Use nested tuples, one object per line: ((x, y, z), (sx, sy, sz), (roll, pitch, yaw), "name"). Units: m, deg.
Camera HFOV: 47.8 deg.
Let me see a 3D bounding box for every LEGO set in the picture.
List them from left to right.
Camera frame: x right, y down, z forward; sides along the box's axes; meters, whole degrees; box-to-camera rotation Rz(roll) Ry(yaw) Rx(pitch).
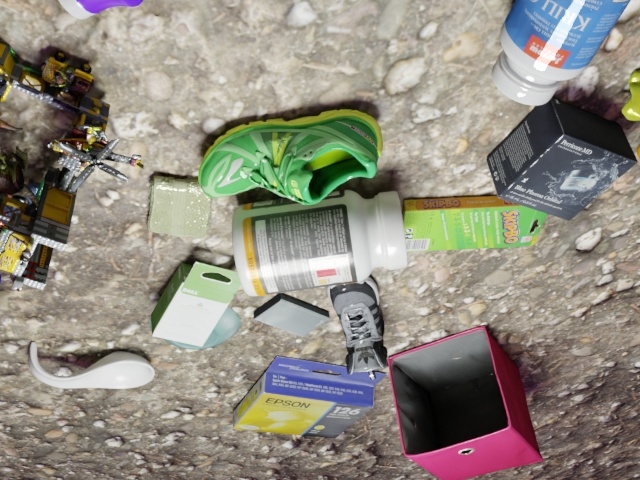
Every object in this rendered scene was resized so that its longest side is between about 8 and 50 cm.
((-0.424, -0.084, 0.984), (0.255, 0.192, 0.331), (30, 119, -31), "LEGO set")

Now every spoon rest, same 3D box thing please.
((-0.510, 0.291, 1.614), (0.276, 0.084, 0.137), (11, 140, -19), "spoon rest")

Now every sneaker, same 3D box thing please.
((-0.051, -0.116, 1.092), (0.296, 0.123, 0.109), (-13, 143, 12), "sneaker")
((0.084, 0.182, 1.478), (0.101, 0.153, 0.268), (-13, 142, 9), "sneaker")

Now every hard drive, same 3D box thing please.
((-0.061, 0.160, 1.541), (0.135, 0.022, 0.094), (25, 134, -34), "hard drive")

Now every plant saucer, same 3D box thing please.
((-0.269, 0.192, 1.548), (0.195, 0.037, 0.195), (-3, 143, -2), "plant saucer")

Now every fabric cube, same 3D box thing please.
((0.340, 0.397, 1.706), (0.254, 0.259, 0.258), (-22, 140, 20), "fabric cube")

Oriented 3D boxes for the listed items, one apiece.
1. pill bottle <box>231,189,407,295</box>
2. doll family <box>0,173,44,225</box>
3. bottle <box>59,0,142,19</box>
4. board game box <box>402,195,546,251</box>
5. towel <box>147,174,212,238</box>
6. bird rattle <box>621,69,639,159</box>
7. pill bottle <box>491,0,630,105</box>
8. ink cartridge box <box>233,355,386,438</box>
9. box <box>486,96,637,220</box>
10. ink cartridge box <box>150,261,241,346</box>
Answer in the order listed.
((0.000, 0.000, 1.221), (0.278, 0.162, 0.162), (-7, 143, 4), "pill bottle")
((-0.512, -0.044, 1.173), (0.193, 0.076, 0.111), (-2, 124, 4), "doll family")
((-0.172, -0.337, 0.811), (0.283, 0.092, 0.118), (-20, 140, 19), "bottle")
((0.275, -0.030, 1.316), (0.259, 0.039, 0.124), (-1, 144, -1), "board game box")
((-0.239, -0.054, 1.233), (0.110, 0.027, 0.148), (4, 142, -13), "towel")
((0.585, -0.198, 1.097), (0.254, 0.143, 0.207), (-18, 155, -4), "bird rattle")
((0.304, -0.281, 0.911), (0.124, 0.124, 0.221), (5, 141, -13), "pill bottle")
((-0.030, 0.412, 1.843), (0.304, 0.072, 0.307), (13, 142, -21), "ink cartridge box")
((0.380, -0.127, 1.152), (0.156, 0.093, 0.158), (14, 138, -24), "box")
((-0.239, 0.108, 1.403), (0.109, 0.062, 0.209), (18, 123, -27), "ink cartridge box")
